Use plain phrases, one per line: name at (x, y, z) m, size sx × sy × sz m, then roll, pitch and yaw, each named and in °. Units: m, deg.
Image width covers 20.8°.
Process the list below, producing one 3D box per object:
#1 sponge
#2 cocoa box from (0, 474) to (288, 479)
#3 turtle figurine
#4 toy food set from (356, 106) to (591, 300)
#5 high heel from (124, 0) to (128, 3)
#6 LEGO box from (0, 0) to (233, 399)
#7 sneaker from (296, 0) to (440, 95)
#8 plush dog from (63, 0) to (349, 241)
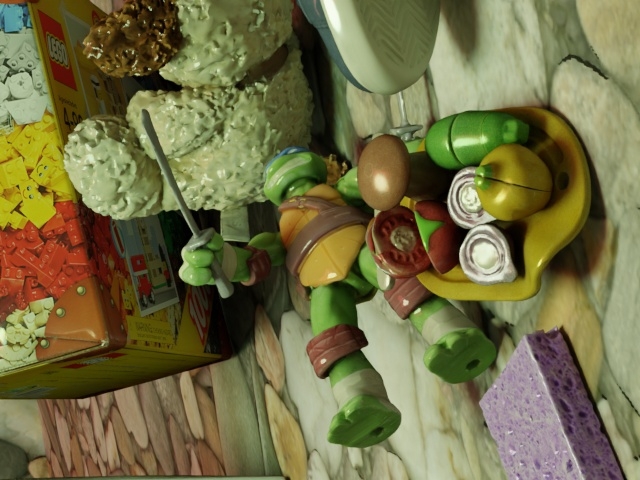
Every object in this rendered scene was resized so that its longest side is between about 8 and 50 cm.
sponge at (0.168, 0.175, 1.174) m, size 0.117 × 0.031 × 0.210 m, roll 115°, pitch 139°, yaw -60°
cocoa box at (-0.224, 0.372, 1.882) m, size 0.228 × 0.347 × 0.231 m, roll 148°, pitch 121°, yaw -71°
turtle figurine at (0.000, 0.000, 1.305) m, size 0.266 × 0.198 × 0.274 m, roll 59°, pitch 157°, yaw 32°
toy food set at (0.077, -0.025, 1.150) m, size 0.218 × 0.071 × 0.128 m, roll -4°, pitch 82°, yaw 53°
high heel at (-0.175, -0.258, 1.873) m, size 0.244 × 0.082 × 0.117 m, roll 48°, pitch 176°, yaw 34°
LEGO box at (-0.270, -0.041, 1.754) m, size 0.500 × 0.193 × 0.372 m, roll 27°, pitch -131°, yaw -80°
sneaker at (-0.034, -0.247, 1.252) m, size 0.148 × 0.131 × 0.350 m, roll -28°, pitch 75°, yaw 34°
plush dog at (-0.083, -0.148, 1.476) m, size 0.211 × 0.262 × 0.225 m, roll 18°, pitch 135°, yaw 31°
